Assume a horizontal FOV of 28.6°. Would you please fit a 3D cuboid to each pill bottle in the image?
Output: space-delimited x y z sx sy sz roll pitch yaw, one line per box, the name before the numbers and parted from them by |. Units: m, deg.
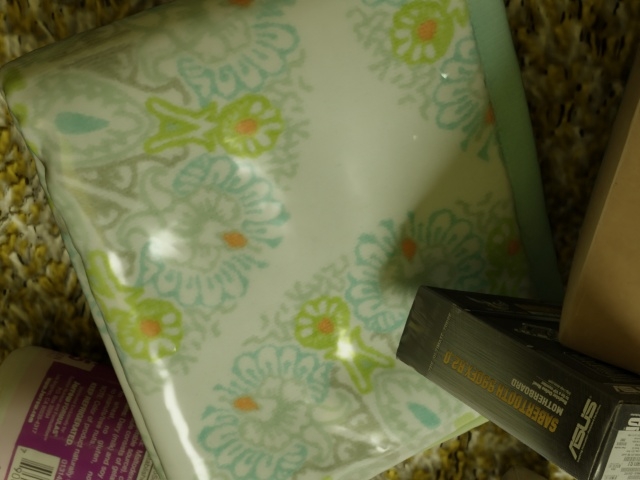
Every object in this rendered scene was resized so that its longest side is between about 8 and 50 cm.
pill bottle | -0.123 0.201 1.003 0.301 0.169 0.169 17 118 -1

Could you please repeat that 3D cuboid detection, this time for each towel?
towel | 0.000 0.000 0.851 0.320 0.090 0.374 -24 115 -15

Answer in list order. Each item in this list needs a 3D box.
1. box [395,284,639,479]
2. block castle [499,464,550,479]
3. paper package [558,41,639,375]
box | 0.193 0.095 0.820 0.231 0.183 0.056 8 104 -38
block castle | 0.087 0.428 1.026 0.453 0.213 0.303 -33 113 12
paper package | 0.329 -0.058 0.711 0.309 0.168 0.325 20 116 18
